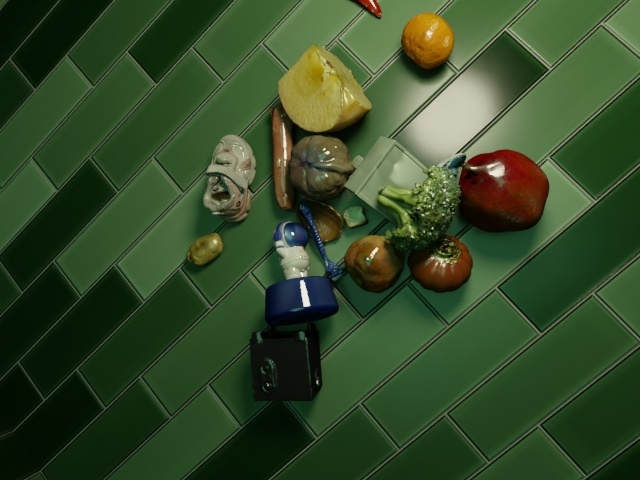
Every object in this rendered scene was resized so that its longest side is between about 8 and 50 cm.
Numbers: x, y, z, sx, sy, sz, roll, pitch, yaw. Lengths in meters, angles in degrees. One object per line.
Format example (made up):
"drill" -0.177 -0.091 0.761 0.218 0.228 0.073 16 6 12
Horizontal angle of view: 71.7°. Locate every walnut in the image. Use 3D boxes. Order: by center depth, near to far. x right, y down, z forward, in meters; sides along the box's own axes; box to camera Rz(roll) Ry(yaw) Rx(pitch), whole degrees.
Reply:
"walnut" 0.005 -0.269 1.635 0.249 0.248 0.248 0 88 13

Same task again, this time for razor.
"razor" -0.006 0.003 1.690 0.093 0.056 0.324 -29 93 -30

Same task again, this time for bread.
"bread" 0.134 -0.089 1.678 0.083 0.070 0.076 -19 85 10

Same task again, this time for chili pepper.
"chili pepper" 0.137 -0.955 1.712 0.272 0.071 0.063 37 57 6

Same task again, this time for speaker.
"speaker" -0.124 0.451 1.661 0.232 0.184 0.253 -4 89 13

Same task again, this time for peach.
"peach" 0.188 0.075 1.580 0.214 0.235 0.214 -3 78 12

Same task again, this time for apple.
"apple" 0.028 -0.533 1.616 0.314 0.252 0.309 -27 79 -15

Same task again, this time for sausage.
"sausage" -0.145 -0.324 1.736 0.094 0.094 0.418 -4 88 51

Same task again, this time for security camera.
"security camera" 0.162 -0.285 1.695 0.058 0.058 0.092 -40 69 8

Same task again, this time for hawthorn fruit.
"hawthorn fruit" 0.598 -0.166 1.461 0.295 0.311 0.294 -6 66 13

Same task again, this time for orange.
"orange" 0.386 -0.716 1.585 0.193 0.193 0.161 44 93 10

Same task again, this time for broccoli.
"broccoli" 0.325 -0.093 1.451 0.288 0.260 0.235 -45 118 -21

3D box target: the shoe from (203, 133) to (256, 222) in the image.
"shoe" -0.357 -0.249 1.728 0.172 0.198 0.350 -3 89 11

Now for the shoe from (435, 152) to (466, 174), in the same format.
"shoe" 0.473 -0.264 1.613 0.143 0.064 0.071 -37 80 12

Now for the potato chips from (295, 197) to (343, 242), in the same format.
"potato chips" -0.003 -0.081 1.715 0.202 0.049 0.150 28 116 13

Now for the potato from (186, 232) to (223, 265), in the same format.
"potato" -0.473 0.039 1.805 0.171 0.080 0.107 -29 94 9

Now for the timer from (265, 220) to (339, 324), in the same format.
"timer" -0.096 0.108 1.651 0.271 0.270 0.383 -14 73 12

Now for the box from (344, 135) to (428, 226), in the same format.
"box" 0.246 -0.211 1.585 0.225 0.117 0.225 34 97 -27

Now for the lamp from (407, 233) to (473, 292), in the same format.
"lamp" 0.416 0.078 1.547 0.223 0.196 0.223 1 52 -1
